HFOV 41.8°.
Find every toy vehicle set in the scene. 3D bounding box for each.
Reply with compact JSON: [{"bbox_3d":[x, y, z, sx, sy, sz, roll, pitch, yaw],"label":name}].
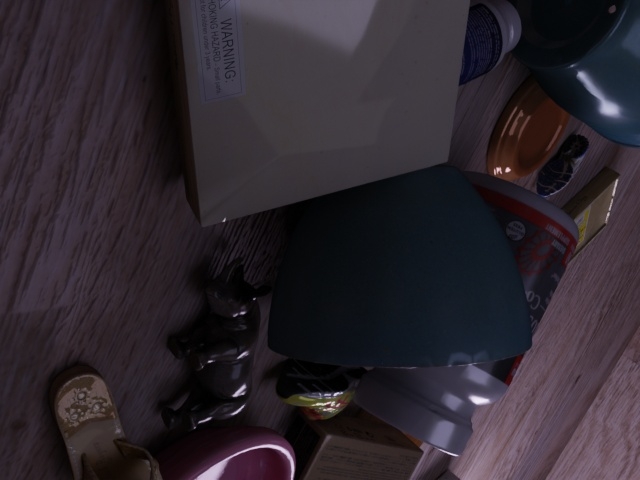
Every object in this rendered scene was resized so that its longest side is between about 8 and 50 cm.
[{"bbox_3d":[0.521,-0.017,1.743,0.267,0.035,0.166,-39,147,-24],"label":"toy vehicle set"}]

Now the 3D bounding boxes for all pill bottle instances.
[{"bbox_3d":[0.155,-0.227,0.966,0.169,0.094,0.094,-29,142,-35],"label":"pill bottle"},{"bbox_3d":[0.201,0.103,1.194,0.363,0.210,0.210,-63,150,-5],"label":"pill bottle"}]

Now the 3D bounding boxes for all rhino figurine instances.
[{"bbox_3d":[-0.114,0.117,0.960,0.106,0.073,0.243,-17,132,-41],"label":"rhino figurine"}]

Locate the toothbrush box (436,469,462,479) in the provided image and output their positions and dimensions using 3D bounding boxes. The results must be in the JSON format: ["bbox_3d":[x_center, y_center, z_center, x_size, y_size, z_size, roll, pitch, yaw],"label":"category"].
[{"bbox_3d":[0.271,0.740,2.073,0.206,0.122,0.283,-28,139,-38],"label":"toothbrush box"}]

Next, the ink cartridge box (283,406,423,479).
[{"bbox_3d":[0.026,0.382,1.333,0.235,0.088,0.193,22,99,-41],"label":"ink cartridge box"}]

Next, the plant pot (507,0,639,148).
[{"bbox_3d":[0.379,-0.276,1.089,0.255,0.271,0.271,9,114,-41],"label":"plant pot"}]

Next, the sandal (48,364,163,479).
[{"bbox_3d":[-0.211,0.243,0.868,0.088,0.079,0.240,-28,122,-21],"label":"sandal"}]

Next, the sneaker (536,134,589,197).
[{"bbox_3d":[0.439,-0.124,1.509,0.135,0.052,0.058,-48,153,-9],"label":"sneaker"}]

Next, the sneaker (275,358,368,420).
[{"bbox_3d":[-0.003,0.225,1.215,0.208,0.081,0.094,9,115,-57],"label":"sneaker"}]

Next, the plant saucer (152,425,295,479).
[{"bbox_3d":[-0.178,0.374,1.117,0.332,0.084,0.332,-34,143,-30],"label":"plant saucer"}]

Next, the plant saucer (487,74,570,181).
[{"bbox_3d":[0.340,-0.178,1.330,0.200,0.037,0.200,-35,145,-29],"label":"plant saucer"}]

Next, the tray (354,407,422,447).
[{"bbox_3d":[0.159,0.311,1.534,0.411,0.076,0.203,-52,149,-3],"label":"tray"}]

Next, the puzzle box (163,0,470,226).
[{"bbox_3d":[0.005,-0.215,0.704,0.272,0.052,0.409,-15,132,-19],"label":"puzzle box"}]

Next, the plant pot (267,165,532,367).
[{"bbox_3d":[0.085,0.017,0.926,0.290,0.290,0.195,-5,95,-52],"label":"plant pot"}]
